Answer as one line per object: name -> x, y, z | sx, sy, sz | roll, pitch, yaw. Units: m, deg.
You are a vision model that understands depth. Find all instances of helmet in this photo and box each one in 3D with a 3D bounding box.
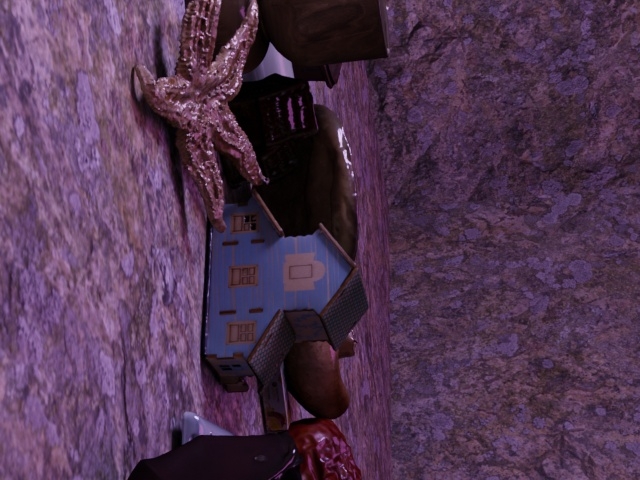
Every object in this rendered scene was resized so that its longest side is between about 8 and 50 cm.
helmet -> -0.108, 0.307, 0.847 | 0.225, 0.177, 0.305 | 87, 10, -47

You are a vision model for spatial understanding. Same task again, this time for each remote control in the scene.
remote control -> -0.117, 0.286, 1.206 | 0.293, 0.051, 0.103 | 59, 28, -69

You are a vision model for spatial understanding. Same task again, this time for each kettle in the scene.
kettle -> -0.091, -0.286, 1.567 | 0.127, 0.098, 0.147 | -17, 99, -75

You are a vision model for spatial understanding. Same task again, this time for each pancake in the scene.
pancake -> -0.026, -0.056, 1.479 | 0.294, 0.050, 0.294 | 4, -85, 55

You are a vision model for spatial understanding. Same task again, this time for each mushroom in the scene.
mushroom -> -0.012, 0.175, 1.646 | 0.278, 0.146, 0.278 | 166, -90, -89

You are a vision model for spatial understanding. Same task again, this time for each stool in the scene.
stool -> -0.040, -0.333, 1.369 | 0.179, 0.264, 0.179 | -5, 90, -81

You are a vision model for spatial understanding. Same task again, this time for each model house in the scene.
model house -> -0.075, -0.168, 1.432 | 0.106, 0.152, 0.165 | -55, 138, -67
model house -> -0.040, 0.073, 1.317 | 0.178, 0.207, 0.270 | 69, 17, -58

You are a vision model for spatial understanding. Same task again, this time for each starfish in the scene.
starfish -> -0.138, -0.167, 1.211 | 0.299, 0.060, 0.302 | -53, 139, -54

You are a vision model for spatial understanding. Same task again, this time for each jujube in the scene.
jujube -> -0.006, 0.402, 1.548 | 0.155, 0.155, 0.230 | 31, 48, -79

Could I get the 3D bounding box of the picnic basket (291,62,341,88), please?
picnic basket -> -0.040, -0.417, 1.865 | 0.297, 0.129, 0.222 | -79, 160, -64

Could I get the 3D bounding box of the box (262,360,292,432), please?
box -> -0.079, 0.200, 1.533 | 0.050, 0.041, 0.207 | -58, 142, -76
